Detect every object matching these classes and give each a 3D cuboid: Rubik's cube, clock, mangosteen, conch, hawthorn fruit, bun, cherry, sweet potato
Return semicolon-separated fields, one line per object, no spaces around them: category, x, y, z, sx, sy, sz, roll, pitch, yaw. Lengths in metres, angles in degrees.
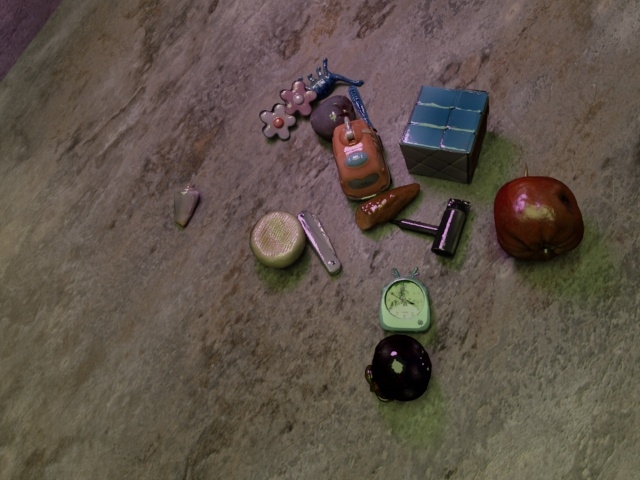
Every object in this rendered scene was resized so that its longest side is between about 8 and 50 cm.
Rubik's cube;0.413;-0.348;1.593;0.231;0.221;0.225;15;77;21
clock;0.272;0.188;1.536;0.159;0.066;0.211;0;71;17
mangosteen;0.217;0.385;1.432;0.230;0.194;0.194;-34;62;33
conch;-0.535;-0.144;1.908;0.104;0.094;0.176;7;101;6
hawthorn fruit;0.632;-0.064;1.422;0.258;0.258;0.262;-25;30;8
bun;-0.145;0.004;1.703;0.222;0.127;0.222;-8;57;12
cherry;0.047;-0.448;1.789;0.176;0.140;0.176;-28;45;32
sweet potato;0.232;-0.122;1.642;0.251;0.097;0.097;-30;66;1

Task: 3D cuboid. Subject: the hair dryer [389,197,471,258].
hair dryer;0.351;-0.064;1.603;0.248;0.078;0.195;15;75;27

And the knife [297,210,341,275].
knife;-0.003;0.002;1.700;0.073;0.040;0.265;-27;65;-4

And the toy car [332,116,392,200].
toy car;0.130;-0.283;1.658;0.180;0.212;0.270;-16;72;11

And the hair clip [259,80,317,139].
hair clip;-0.127;-0.501;1.876;0.257;0.075;0.146;-43;95;14

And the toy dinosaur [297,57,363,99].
toy dinosaur;-0.007;-0.618;1.896;0.329;0.076;0.144;-21;99;9

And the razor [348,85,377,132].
razor;0.155;-0.482;1.820;0.082;0.042;0.253;-41;57;41
